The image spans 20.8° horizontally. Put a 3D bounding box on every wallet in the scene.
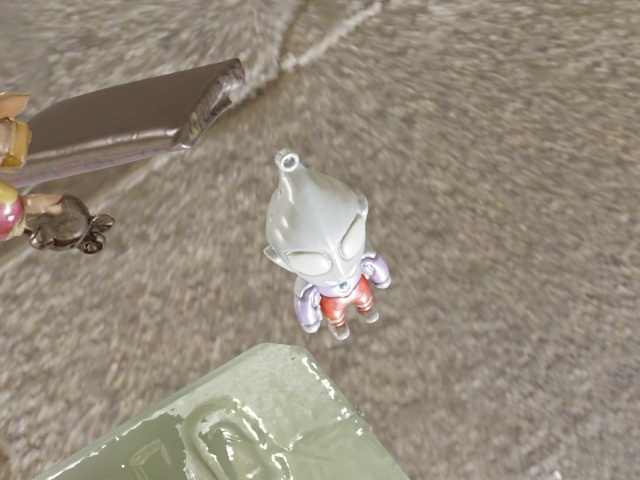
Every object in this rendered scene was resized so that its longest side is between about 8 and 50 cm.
[{"bbox_3d":[-0.194,-0.110,1.676,0.229,0.182,0.049,-11,112,25],"label":"wallet"}]

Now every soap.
[{"bbox_3d":[-0.094,0.199,1.096,0.289,0.173,0.095,-30,141,-12],"label":"soap"}]

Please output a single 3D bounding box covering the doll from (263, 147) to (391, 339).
[{"bbox_3d":[0.000,0.000,1.550,0.102,0.075,0.227,-30,135,-11],"label":"doll"}]

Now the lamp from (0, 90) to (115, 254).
[{"bbox_3d":[-0.241,-0.051,1.028,0.253,0.118,0.118,4,99,-34],"label":"lamp"}]
